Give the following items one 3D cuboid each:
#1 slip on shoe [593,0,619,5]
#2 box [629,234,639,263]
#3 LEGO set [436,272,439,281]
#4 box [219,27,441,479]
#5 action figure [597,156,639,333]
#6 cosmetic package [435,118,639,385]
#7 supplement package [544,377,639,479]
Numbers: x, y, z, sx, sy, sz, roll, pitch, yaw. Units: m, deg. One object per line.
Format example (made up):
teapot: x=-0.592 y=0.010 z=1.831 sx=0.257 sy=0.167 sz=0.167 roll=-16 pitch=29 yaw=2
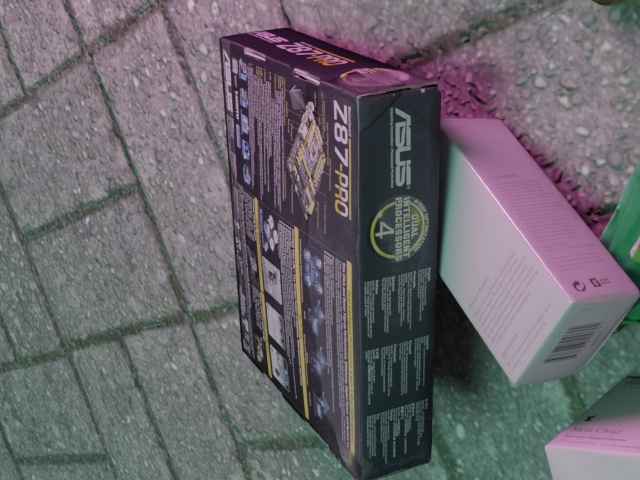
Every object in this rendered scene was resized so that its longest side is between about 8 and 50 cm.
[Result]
slip on shoe: x=0.208 y=-0.217 z=0.760 sx=0.051 sy=0.135 sz=0.041 roll=29 pitch=83 yaw=24
box: x=0.368 y=0.035 z=0.619 sx=0.322 sy=0.058 sz=0.232 roll=31 pitch=168 yaw=16
LEGO set: x=0.104 y=0.032 z=1.059 sx=0.083 sy=0.023 sz=0.054 roll=35 pitch=129 yaw=47
box: x=0.000 y=0.000 z=1.021 sx=0.318 sy=0.097 sz=0.395 roll=-142 pitch=46 yaw=-58
action figure: x=0.289 y=-0.005 z=0.817 sx=0.137 sy=0.063 sz=0.232 roll=41 pitch=133 yaw=23
cosmetic package: x=0.168 y=0.004 z=0.884 sx=0.231 sy=0.085 sz=0.117 roll=62 pitch=143 yaw=35
supplement package: x=0.352 y=0.235 z=0.799 sx=0.262 sy=0.145 sz=0.204 roll=-6 pitch=104 yaw=46
